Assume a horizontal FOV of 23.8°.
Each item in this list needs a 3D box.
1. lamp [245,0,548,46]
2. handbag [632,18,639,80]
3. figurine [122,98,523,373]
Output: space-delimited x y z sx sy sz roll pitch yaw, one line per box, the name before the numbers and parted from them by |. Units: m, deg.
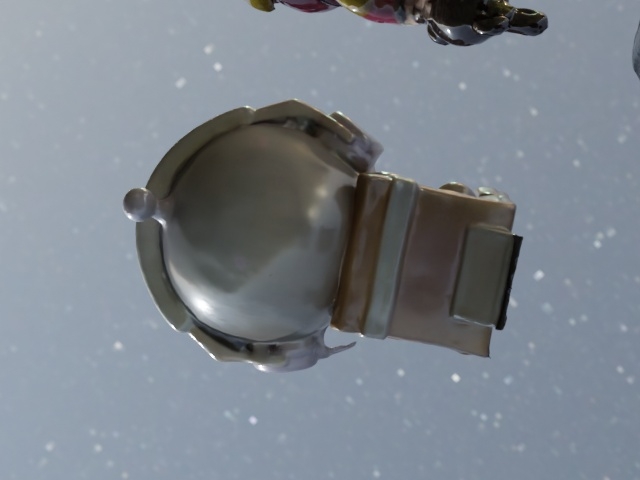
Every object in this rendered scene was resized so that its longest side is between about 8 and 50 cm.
lamp | 0.008 -0.164 0.761 0.253 0.118 0.118 20 -113 48
handbag | 0.254 -0.034 0.454 0.302 0.275 0.178 34 -98 23
figurine | 0.000 0.000 0.901 0.141 0.237 0.162 -135 -127 -80
